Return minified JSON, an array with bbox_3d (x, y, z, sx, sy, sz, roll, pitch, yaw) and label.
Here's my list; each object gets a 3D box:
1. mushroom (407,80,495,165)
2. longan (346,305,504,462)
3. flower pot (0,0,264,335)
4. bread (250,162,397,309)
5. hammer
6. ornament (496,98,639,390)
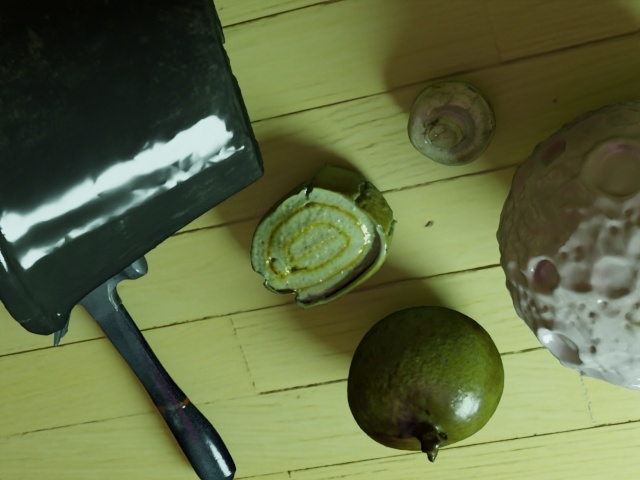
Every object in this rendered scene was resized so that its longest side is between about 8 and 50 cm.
[{"bbox_3d":[0.122,-0.109,1.377,0.084,0.067,0.083,9,121,15],"label":"mushroom"},{"bbox_3d":[0.103,0.146,1.443,0.145,0.176,0.154,23,133,-15],"label":"longan"},{"bbox_3d":[-0.200,-0.126,1.311,0.251,0.379,0.379,-16,111,1],"label":"flower pot"},{"bbox_3d":[0.000,0.000,1.458,0.156,0.064,0.117,-36,98,26],"label":"bread"},{"bbox_3d":[-0.182,0.155,1.587,0.137,0.037,0.290,-25,106,22],"label":"hammer"},{"bbox_3d":[0.278,0.010,1.294,0.225,0.259,0.259,-29,105,30],"label":"ornament"}]
